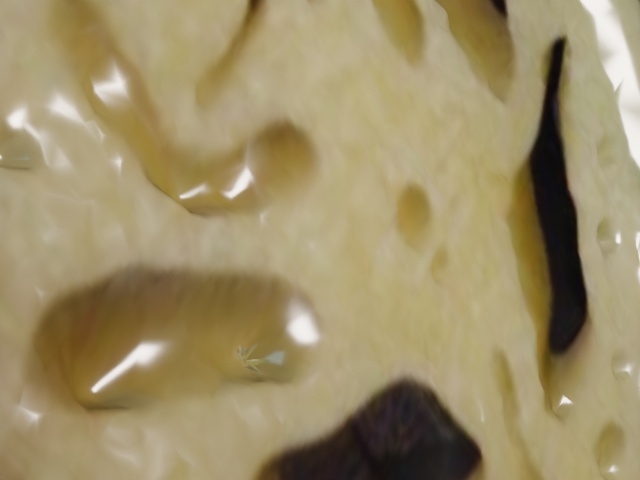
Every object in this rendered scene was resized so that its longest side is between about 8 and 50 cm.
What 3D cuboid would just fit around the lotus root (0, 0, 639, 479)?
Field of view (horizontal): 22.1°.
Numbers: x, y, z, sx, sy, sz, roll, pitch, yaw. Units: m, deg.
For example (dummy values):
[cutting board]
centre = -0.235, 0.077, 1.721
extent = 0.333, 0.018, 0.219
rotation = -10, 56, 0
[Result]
[lotus root]
centre = 0.000, 0.000, 0.521
extent = 0.111, 0.390, 0.375
rotation = -17, 112, 39
